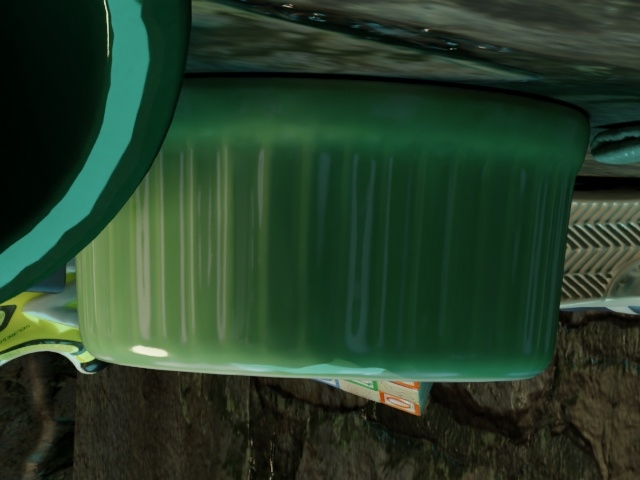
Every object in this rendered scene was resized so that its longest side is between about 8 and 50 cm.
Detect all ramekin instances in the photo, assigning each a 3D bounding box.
[{"bbox_3d":[0.000,0.000,0.906,0.303,0.148,0.303,2,178,0],"label":"ramekin"}]

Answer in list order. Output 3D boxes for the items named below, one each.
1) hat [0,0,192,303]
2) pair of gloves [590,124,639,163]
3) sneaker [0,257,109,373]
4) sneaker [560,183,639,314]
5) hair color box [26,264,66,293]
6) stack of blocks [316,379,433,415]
[{"bbox_3d":[-0.131,-0.089,0.378,0.173,0.183,0.208,-4,138,-15],"label":"hat"},{"bbox_3d":[0.302,-0.043,0.903,0.204,0.042,0.240,4,178,-38],"label":"pair of gloves"},{"bbox_3d":[-0.331,0.063,1.191,0.385,0.147,0.145,-10,-165,3],"label":"sneaker"},{"bbox_3d":[0.302,0.008,1.340,0.350,0.131,0.148,8,-175,2],"label":"sneaker"},{"bbox_3d":[-0.320,-0.038,0.720,0.374,0.113,0.185,5,177,-43],"label":"hair color box"},{"bbox_3d":[0.024,0.058,1.459,0.171,0.087,0.297,18,161,13],"label":"stack of blocks"}]
